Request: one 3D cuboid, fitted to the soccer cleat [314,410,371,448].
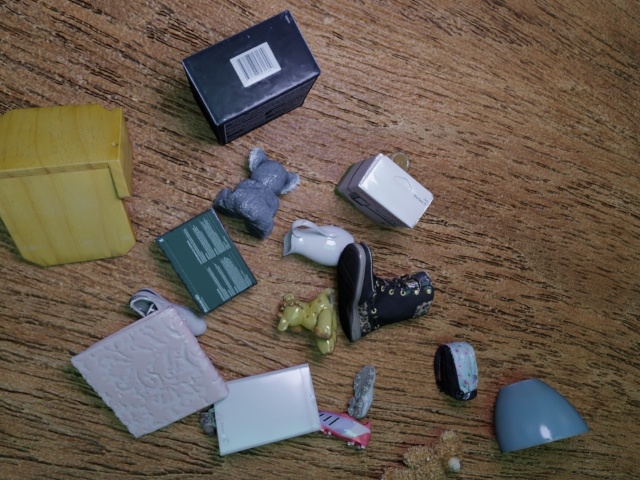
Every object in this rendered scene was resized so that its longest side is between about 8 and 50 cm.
[{"bbox_3d":[0.054,0.604,1.375,0.248,0.083,0.095,25,55,-6],"label":"soccer cleat"}]

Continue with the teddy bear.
[{"bbox_3d":[0.359,0.801,1.429,0.338,0.113,0.245,-15,99,-11],"label":"teddy bear"}]

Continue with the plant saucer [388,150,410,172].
[{"bbox_3d":[0.263,-0.256,1.382,0.083,0.015,0.083,-1,94,-13],"label":"plant saucer"}]

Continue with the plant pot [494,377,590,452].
[{"bbox_3d":[0.727,0.593,1.435,0.290,0.290,0.195,-7,59,-12],"label":"plant pot"}]

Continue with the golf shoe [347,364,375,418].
[{"bbox_3d":[0.150,0.508,1.397,0.086,0.069,0.176,33,76,-46],"label":"golf shoe"}]

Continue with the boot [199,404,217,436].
[{"bbox_3d":[-0.316,0.557,1.302,0.118,0.042,0.087,-16,89,-18],"label":"boot"}]

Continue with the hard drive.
[{"bbox_3d":[-0.168,0.518,1.293,0.308,0.040,0.203,-9,71,-12],"label":"hard drive"}]

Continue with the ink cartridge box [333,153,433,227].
[{"bbox_3d":[0.176,-0.140,1.239,0.198,0.273,0.115,36,86,-12],"label":"ink cartridge box"}]

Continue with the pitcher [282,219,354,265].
[{"bbox_3d":[0.000,0.000,1.264,0.207,0.178,0.125,9,63,-11],"label":"pitcher"}]

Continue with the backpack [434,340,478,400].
[{"bbox_3d":[0.467,0.438,1.421,0.115,0.152,0.182,-4,82,-17],"label":"backpack"}]

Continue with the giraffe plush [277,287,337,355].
[{"bbox_3d":[-0.042,0.240,1.288,0.170,0.181,0.210,-3,106,9],"label":"giraffe plush"}]

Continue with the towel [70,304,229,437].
[{"bbox_3d":[-0.477,0.383,1.196,0.317,0.053,0.332,-26,110,1],"label":"towel"}]

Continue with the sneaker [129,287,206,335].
[{"bbox_3d":[-0.448,0.225,1.221,0.235,0.095,0.090,28,86,-14],"label":"sneaker"}]

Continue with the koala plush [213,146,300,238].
[{"bbox_3d":[-0.171,-0.146,1.219,0.196,0.203,0.221,36,74,-13],"label":"koala plush"}]

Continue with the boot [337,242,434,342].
[{"bbox_3d":[0.204,0.142,1.285,0.284,0.138,0.377,-12,126,-15],"label":"boot"}]

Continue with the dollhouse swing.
[{"bbox_3d":[-0.695,-0.152,1.159,0.347,0.305,0.315,-9,54,-11],"label":"dollhouse swing"}]

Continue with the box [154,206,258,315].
[{"bbox_3d":[-0.332,0.059,1.230,0.184,0.103,0.261,-31,100,-12],"label":"box"}]

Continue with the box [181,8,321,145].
[{"bbox_3d":[-0.190,-0.421,1.129,0.296,0.294,0.182,-30,97,-9],"label":"box"}]
